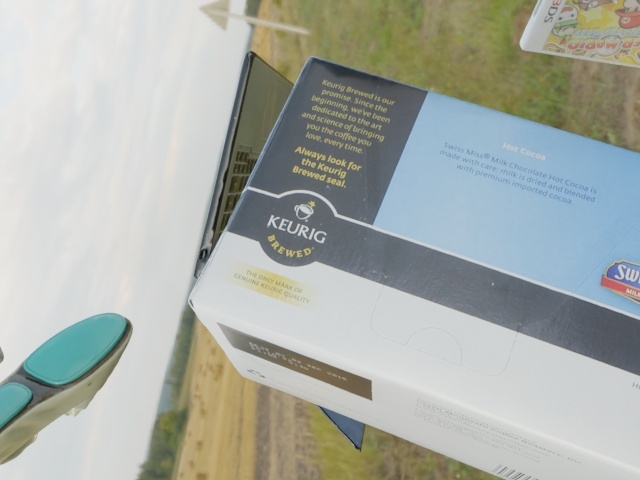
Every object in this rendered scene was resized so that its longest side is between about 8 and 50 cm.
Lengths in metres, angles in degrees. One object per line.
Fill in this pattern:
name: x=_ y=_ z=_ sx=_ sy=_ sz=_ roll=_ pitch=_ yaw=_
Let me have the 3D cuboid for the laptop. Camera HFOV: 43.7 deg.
laptop: x=0.000 y=0.000 z=1.068 sx=0.382 sy=0.236 sz=0.408 roll=-38 pitch=-38 yaw=-83

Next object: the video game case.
video game case: x=0.430 y=-0.345 z=1.144 sx=0.206 sy=0.227 sz=0.026 roll=106 pitch=166 yaw=-49

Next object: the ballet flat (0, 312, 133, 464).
ballet flat: x=-0.296 y=0.168 z=0.840 sx=0.248 sy=0.086 sz=0.086 roll=-37 pitch=-23 yaw=-39

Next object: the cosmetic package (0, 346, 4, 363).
cosmetic package: x=-0.642 y=0.219 z=0.994 sx=0.453 sy=0.161 sz=0.230 roll=-42 pitch=-24 yaw=17

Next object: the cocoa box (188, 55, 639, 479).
cocoa box: x=0.114 y=0.042 z=0.654 sx=0.231 sy=0.347 sz=0.228 roll=80 pitch=-149 yaw=-67
